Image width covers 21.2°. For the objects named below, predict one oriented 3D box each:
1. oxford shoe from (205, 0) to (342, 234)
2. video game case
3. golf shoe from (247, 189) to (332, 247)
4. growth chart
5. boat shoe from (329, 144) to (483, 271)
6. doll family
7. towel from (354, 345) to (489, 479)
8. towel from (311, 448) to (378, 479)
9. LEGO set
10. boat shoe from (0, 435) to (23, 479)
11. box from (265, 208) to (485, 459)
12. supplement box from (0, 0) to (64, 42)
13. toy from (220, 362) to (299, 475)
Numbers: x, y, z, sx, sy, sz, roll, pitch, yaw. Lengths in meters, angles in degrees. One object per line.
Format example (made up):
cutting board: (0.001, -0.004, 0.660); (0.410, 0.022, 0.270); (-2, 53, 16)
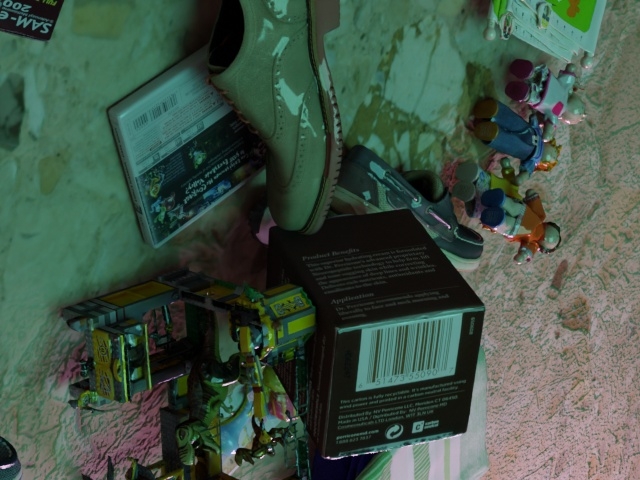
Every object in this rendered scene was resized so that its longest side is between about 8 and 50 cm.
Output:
oxford shoe: (-0.056, -0.157, 1.697); (0.130, 0.123, 0.348); (-14, 120, -19)
video game case: (-0.122, -0.109, 1.739); (0.190, 0.022, 0.173); (-38, 137, -29)
golf shoe: (0.000, 0.000, 1.890); (0.198, 0.094, 0.077); (31, 89, -52)
growth chart: (0.278, -0.301, 2.051); (0.237, 0.021, 0.172); (10, 88, -47)
boat shoe: (0.112, -0.037, 1.991); (0.285, 0.103, 0.092); (21, 100, -47)
doll family: (0.243, -0.097, 2.119); (0.163, 0.118, 0.263); (25, 75, -47)
towel: (0.115, 0.315, 2.148); (0.325, 0.038, 0.248); (-44, 145, -33)
towel: (0.091, 0.233, 2.145); (0.228, 0.076, 0.308); (-11, 122, -48)
LEGO set: (-0.140, 0.183, 1.721); (0.192, 0.255, 0.331); (-19, 122, -42)
boat shoe: (-0.374, 0.148, 1.516); (0.340, 0.127, 0.158); (16, 108, -52)
box: (0.050, 0.094, 1.791); (0.169, 0.203, 0.167); (-8, 124, -19)
supplement box: (-0.242, -0.297, 1.390); (0.073, 0.130, 0.239); (10, 106, -52)
toy: (-0.048, 0.175, 1.975); (0.237, 0.056, 0.137); (-43, 141, -23)
